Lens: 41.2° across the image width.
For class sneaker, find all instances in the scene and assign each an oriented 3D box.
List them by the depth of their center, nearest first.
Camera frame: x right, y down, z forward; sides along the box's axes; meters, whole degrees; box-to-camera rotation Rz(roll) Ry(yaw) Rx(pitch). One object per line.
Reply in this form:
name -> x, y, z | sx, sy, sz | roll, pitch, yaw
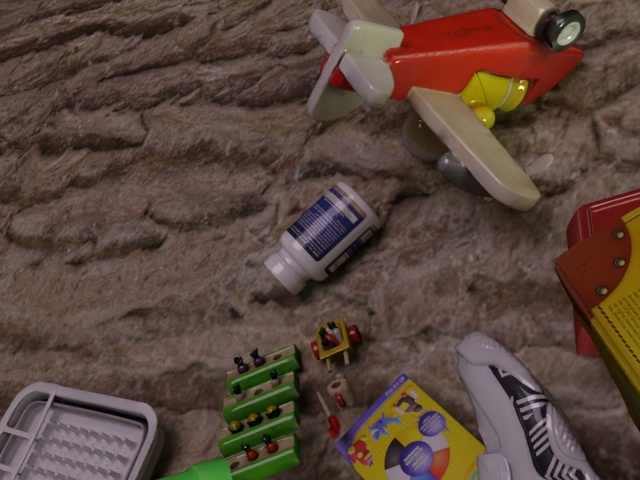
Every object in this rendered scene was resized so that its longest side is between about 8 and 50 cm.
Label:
sneaker -> 0.184, 0.279, 0.838 | 0.210, 0.137, 0.366 | -34, 62, 9

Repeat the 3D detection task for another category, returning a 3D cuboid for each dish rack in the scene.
dish rack -> -0.383, 0.365, 1.256 | 0.333, 0.072, 0.285 | 1, 57, 36

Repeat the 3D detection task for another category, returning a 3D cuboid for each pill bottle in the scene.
pill bottle -> 0.000, 0.000, 1.261 | 0.169, 0.094, 0.094 | -43, 43, -2

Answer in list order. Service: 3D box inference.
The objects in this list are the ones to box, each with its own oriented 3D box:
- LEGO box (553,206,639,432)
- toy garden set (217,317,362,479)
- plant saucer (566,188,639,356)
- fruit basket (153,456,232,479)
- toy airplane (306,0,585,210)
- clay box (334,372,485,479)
LEGO box -> 0.407, 0.225, 0.594 | 0.193, 0.372, 0.500 | -32, 44, 9
toy garden set -> -0.042, 0.195, 1.104 | 0.204, 0.049, 0.244 | -23, 24, 9
plant saucer -> 0.401, 0.002, 0.953 | 0.258, 0.048, 0.259 | -18, 29, 24
fruit basket -> -0.138, 0.397, 0.900 | 0.392, 0.392, 0.283 | -27, 52, 14
toy airplane -> 0.154, -0.213, 1.199 | 0.384, 0.272, 0.386 | 19, 49, 9
clay box -> 0.129, 0.268, 0.986 | 0.127, 0.053, 0.222 | -46, 43, -6
